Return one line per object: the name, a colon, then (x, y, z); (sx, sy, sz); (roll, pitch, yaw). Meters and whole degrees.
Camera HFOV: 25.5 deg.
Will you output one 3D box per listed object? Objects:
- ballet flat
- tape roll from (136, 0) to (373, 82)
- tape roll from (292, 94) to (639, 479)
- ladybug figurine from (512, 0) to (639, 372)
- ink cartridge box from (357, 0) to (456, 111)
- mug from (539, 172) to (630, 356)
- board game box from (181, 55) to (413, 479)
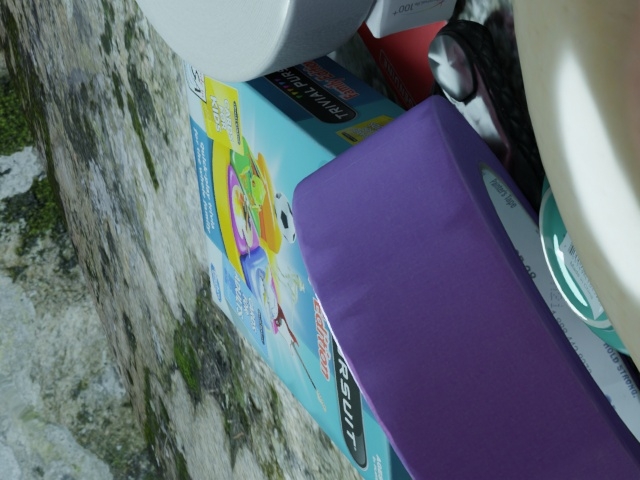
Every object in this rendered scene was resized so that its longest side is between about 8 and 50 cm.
ballet flat: (0.120, -0.059, 0.888); (0.057, 0.049, 0.173); (-18, 95, 48)
tape roll: (-0.083, -0.298, 0.939); (0.392, 0.072, 0.392); (47, 149, 40)
tape roll: (0.098, 0.061, 0.744); (0.275, 0.090, 0.275); (53, -165, -20)
ladybug figurine: (0.235, -0.014, 0.283); (0.449, 0.162, 0.305); (44, 125, 35)
ink cartridge box: (0.005, -0.252, 0.991); (0.261, 0.066, 0.296); (101, 147, -53)
mug: (0.172, -0.005, 0.673); (0.158, 0.097, 0.129); (-161, 57, -68)
board game box: (0.000, 0.000, 1.047); (0.336, 0.079, 0.253); (-136, 35, -54)
